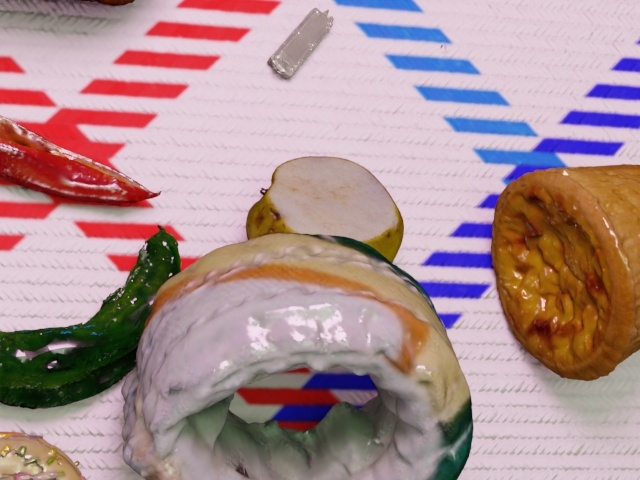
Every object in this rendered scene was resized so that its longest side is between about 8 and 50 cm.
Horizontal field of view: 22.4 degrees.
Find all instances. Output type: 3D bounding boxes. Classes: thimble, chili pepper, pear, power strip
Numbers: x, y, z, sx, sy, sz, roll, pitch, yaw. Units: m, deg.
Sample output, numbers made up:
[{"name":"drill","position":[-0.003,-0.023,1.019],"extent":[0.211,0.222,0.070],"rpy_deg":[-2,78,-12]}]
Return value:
[{"name":"thimble","position":[-0.023,0.133,1.344],"extent":[0.288,0.167,0.254],"rpy_deg":[-4,118,-4]},{"name":"chili pepper","position":[-0.270,-0.077,1.416],"extent":[0.268,0.059,0.050],"rpy_deg":[22,113,-14]},{"name":"pear","position":[0.000,0.000,1.449],"extent":[0.141,0.104,0.141],"rpy_deg":[12,42,-11]},{"name":"power strip","position":[-0.017,-0.187,1.522],"extent":[0.027,0.017,0.083],"rpy_deg":[41,72,-7]},{"name":"chili pepper","position":[-0.237,0.082,1.388],"extent":[0.279,0.065,0.122],"rpy_deg":[-17,77,-20]}]

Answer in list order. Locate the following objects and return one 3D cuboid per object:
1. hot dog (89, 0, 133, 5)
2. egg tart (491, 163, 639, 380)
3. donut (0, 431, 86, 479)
[{"name":"hot dog","position":[-0.295,-0.335,1.381],"extent":[0.388,0.174,0.267],"rpy_deg":[10,61,-16]},{"name":"egg tart","position":[0.268,0.018,1.484],"extent":[0.147,0.202,0.202],"rpy_deg":[-15,85,-27]},{"name":"donut","position":[-0.267,0.242,1.347],"extent":[0.175,0.068,0.174],"rpy_deg":[3,78,-15]}]
